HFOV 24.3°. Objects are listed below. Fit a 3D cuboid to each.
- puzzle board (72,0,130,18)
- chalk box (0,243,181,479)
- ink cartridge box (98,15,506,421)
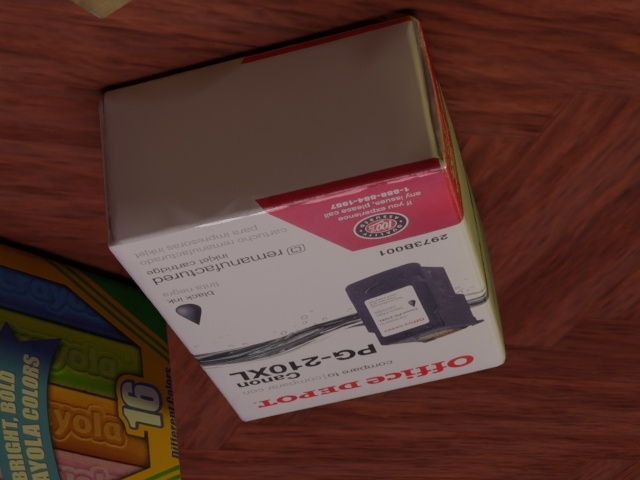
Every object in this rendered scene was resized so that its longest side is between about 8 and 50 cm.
[{"bbox_3d":[-0.083,-0.149,0.638,0.128,0.011,0.096,-28,144,28],"label":"puzzle board"},{"bbox_3d":[-0.247,0.107,0.866,0.289,0.179,0.180,20,139,-40],"label":"chalk box"},{"bbox_3d":[0.000,0.000,0.826,0.172,0.100,0.237,-13,150,8],"label":"ink cartridge box"}]
